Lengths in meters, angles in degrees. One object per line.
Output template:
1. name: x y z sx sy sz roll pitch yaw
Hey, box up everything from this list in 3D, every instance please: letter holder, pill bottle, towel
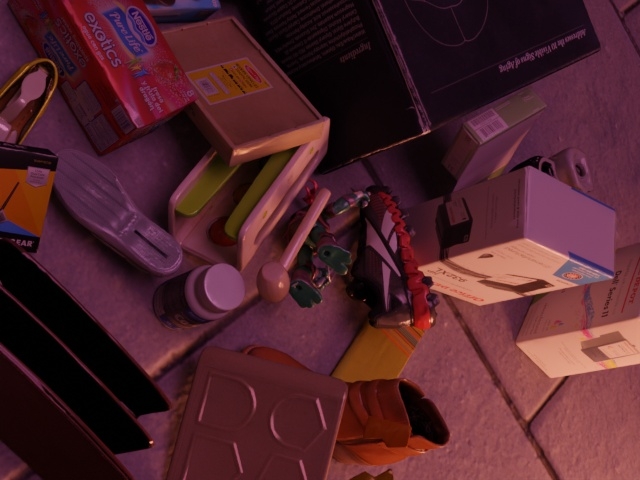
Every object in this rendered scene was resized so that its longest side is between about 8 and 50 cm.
1. letter holder: -0.318 0.150 1.129 0.302 0.214 0.152 49 53 -15
2. pill bottle: -0.168 0.078 1.319 0.078 0.137 0.078 12 69 -34
3. towel: 0.095 0.186 1.572 0.102 0.021 0.237 45 54 -12

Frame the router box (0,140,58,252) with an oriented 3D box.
1. router box: -0.431 -0.061 1.178 0.178 0.046 0.133 7 104 -36

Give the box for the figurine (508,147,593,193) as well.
1. figurine: 0.363 -0.091 1.736 0.215 0.209 0.092 -17 88 -49

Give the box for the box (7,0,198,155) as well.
1. box: -0.304 -0.267 1.327 0.122 0.128 0.257 -36 98 -39

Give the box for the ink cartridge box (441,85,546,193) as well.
1. ink cartridge box: 0.289 -0.156 1.695 0.171 0.235 0.056 -31 73 -27

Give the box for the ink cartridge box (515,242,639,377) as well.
1. ink cartridge box: 0.551 0.118 1.730 0.119 0.353 0.207 45 53 -19

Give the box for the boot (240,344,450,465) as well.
1. boot: 0.032 0.233 1.372 0.283 0.220 0.109 47 52 -17

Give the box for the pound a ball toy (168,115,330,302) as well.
1. pound a ball toy: -0.079 -0.053 1.410 0.208 0.136 0.319 25 55 11

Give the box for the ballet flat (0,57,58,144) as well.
1. ballet flat: -0.413 -0.155 1.239 0.077 0.077 0.231 40 56 -23

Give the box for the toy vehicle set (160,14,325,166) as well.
1. toy vehicle set: -0.133 -0.230 1.412 0.166 0.035 0.267 -20 58 -32

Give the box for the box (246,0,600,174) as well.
1. box: 0.152 -0.430 1.583 0.479 0.297 0.472 -27 95 -36

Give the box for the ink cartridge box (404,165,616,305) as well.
1. ink cartridge box: 0.306 0.004 1.605 0.223 0.307 0.129 20 67 -32

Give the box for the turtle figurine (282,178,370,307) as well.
1. turtle figurine: 0.000 0.000 1.484 0.118 0.175 0.234 18 26 -6

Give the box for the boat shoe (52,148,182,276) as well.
1. boat shoe: -0.288 -0.026 1.302 0.226 0.076 0.083 47 64 0

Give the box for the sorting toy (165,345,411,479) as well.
1. sorting toy: -0.043 0.290 1.297 0.307 0.041 0.229 14 79 4

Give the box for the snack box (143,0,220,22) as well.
1. snack box: -0.286 -0.494 1.457 0.187 0.060 0.322 -14 85 -42

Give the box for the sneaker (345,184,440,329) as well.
1. sneaker: 0.096 0.029 1.560 0.135 0.098 0.276 -14 61 -4
